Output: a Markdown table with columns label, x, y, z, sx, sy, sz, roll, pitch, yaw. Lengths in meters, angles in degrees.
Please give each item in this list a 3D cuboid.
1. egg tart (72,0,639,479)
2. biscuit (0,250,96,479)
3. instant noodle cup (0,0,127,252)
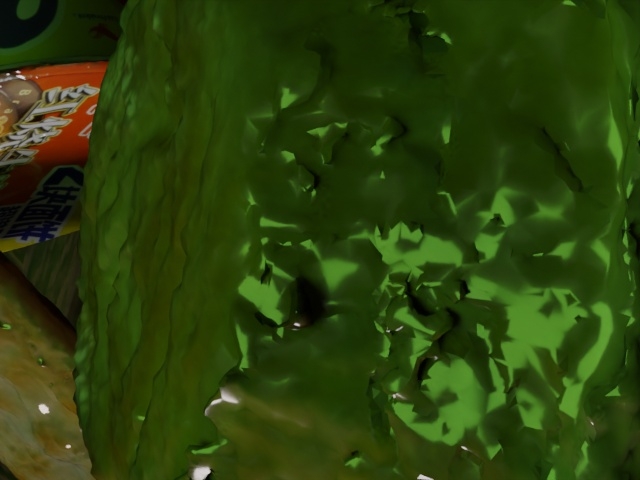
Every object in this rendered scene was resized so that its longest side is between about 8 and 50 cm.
| label | x | y | z | sx | sy | sz | roll | pitch | yaw |
| --- | --- | --- | --- | --- | --- | --- | --- | --- | --- |
| egg tart | 0.000 | -0.001 | 0.584 | 0.341 | 0.132 | 0.341 | -174 | 90 | -70 |
| biscuit | -0.113 | 0.088 | 0.799 | 0.247 | 0.029 | 0.118 | 47 | 137 | -18 |
| instant noodle cup | -0.161 | -0.103 | 0.769 | 0.213 | 0.213 | 0.174 | -34 | 67 | 48 |
